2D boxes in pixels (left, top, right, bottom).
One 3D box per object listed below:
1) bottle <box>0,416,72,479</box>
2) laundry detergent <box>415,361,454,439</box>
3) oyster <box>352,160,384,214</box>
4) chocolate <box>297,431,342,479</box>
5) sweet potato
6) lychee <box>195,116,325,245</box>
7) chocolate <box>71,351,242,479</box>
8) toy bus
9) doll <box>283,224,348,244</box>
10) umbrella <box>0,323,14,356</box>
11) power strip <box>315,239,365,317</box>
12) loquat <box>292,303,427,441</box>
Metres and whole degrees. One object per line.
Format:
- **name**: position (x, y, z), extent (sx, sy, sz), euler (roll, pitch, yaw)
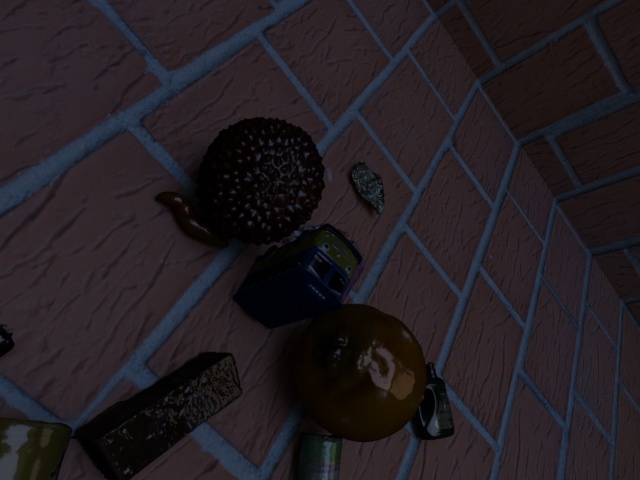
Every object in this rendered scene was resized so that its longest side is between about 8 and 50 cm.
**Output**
- **bottle**: position (-0.497, 0.443, 0.696), extent (0.171, 0.171, 0.352), euler (22, 62, -34)
- **laundry detergent**: position (0.342, 0.491, 1.486), extent (0.144, 0.078, 0.222), euler (5, 71, -36)
- **oyster**: position (0.165, -0.178, 1.599), extent (0.177, 0.064, 0.125), euler (54, 51, -10)
- **chocolate**: position (-0.007, 0.604, 1.120), extent (0.110, 0.110, 0.291), euler (20, 63, -35)
- **sweet potato**: position (-0.299, -0.044, 1.136), extent (0.202, 0.055, 0.058), euler (45, 21, -18)
- **lychee**: position (-0.137, -0.144, 1.156), extent (0.306, 0.306, 0.331), euler (30, 51, -30)
- **chocolate**: position (-0.306, 0.343, 0.955), extent (0.321, 0.111, 0.112), euler (-27, 102, -45)
- **toy bus**: position (-0.057, 0.090, 1.140), extent (0.138, 0.287, 0.175), euler (45, 48, -20)
- **doll**: position (0.000, 0.000, 1.386), extent (0.227, 0.057, 0.114), euler (-22, 86, -42)
- **umbrella**: position (-0.621, 0.239, 0.716), extent (0.094, 0.090, 0.326), euler (52, 47, -10)
- **power strip**: position (0.051, 0.115, 1.375), extent (0.279, 0.037, 0.109), euler (-54, 132, -40)
- **loquat**: position (0.092, 0.314, 1.165), extent (0.328, 0.328, 0.329), euler (17, 63, -37)
